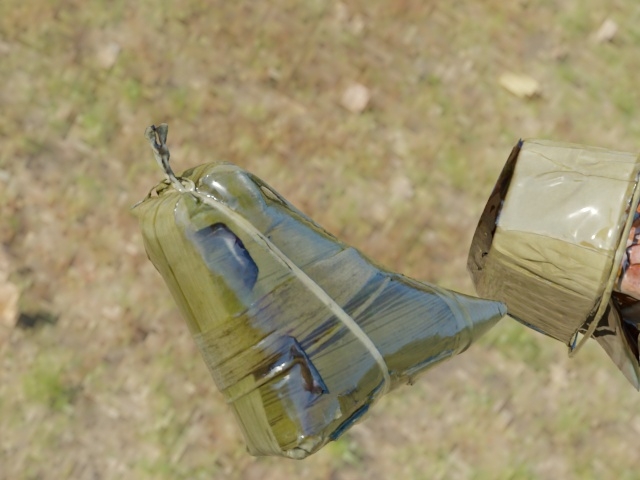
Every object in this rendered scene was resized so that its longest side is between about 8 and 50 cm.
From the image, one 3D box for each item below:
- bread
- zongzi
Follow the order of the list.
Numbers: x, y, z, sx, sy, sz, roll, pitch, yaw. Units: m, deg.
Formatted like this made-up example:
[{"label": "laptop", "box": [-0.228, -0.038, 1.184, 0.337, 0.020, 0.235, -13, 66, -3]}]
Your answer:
[{"label": "bread", "box": [0.208, 0.021, 1.313, 0.212, 0.142, 0.224, 21, -12, 5]}, {"label": "zongzi", "box": [0.000, 0.000, 1.039, 0.178, 0.081, 0.189, -30, 96, -31]}]
